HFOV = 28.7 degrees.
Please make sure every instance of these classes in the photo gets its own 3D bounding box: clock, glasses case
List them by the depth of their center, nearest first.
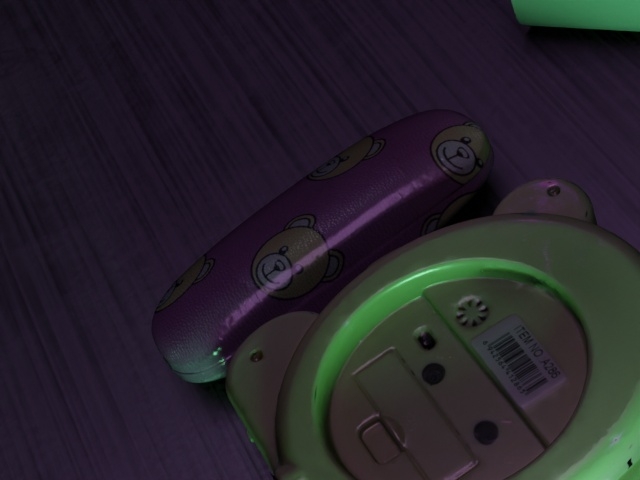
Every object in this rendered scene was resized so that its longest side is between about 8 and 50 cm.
[{"bbox_3d":[0.112,0.112,0.883,0.309,0.114,0.284,-33,49,-5],"label":"clock"},{"bbox_3d":[0.000,0.000,1.017,0.316,0.076,0.123,-36,32,-4],"label":"glasses case"}]

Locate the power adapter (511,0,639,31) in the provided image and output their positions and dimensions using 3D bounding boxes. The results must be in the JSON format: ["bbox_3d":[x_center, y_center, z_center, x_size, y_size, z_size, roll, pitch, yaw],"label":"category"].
[{"bbox_3d":[0.301,-0.271,1.060,0.255,0.124,0.187,9,62,28],"label":"power adapter"}]
